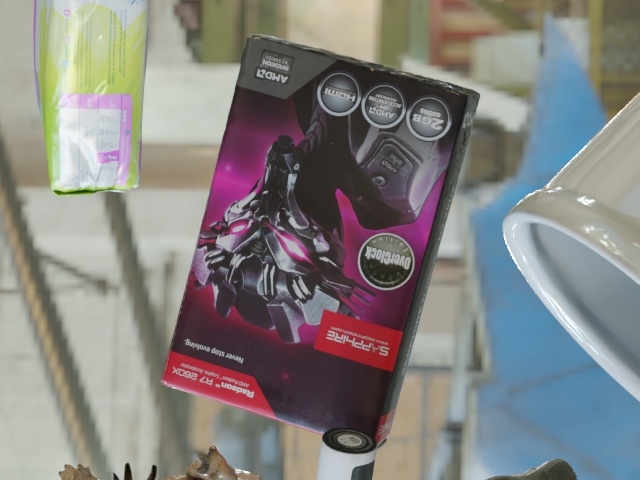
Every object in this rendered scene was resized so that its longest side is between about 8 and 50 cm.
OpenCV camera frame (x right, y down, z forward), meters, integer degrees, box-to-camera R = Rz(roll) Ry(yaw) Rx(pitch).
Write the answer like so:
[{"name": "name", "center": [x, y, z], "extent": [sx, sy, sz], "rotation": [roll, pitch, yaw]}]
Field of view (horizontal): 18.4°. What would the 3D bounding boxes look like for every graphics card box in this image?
[{"name": "graphics card box", "center": [0.000, 0.000, 1.959], "extent": [0.094, 0.233, 0.371], "rotation": [-15, -59, -76]}]

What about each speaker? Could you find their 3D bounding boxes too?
[{"name": "speaker", "center": [0.019, 0.251, 1.891], "extent": [0.055, 0.055, 0.136], "rotation": [-73, -8, -69]}]

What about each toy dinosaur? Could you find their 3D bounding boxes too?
[{"name": "toy dinosaur", "center": [-0.147, 0.284, 2.087], "extent": [0.200, 0.296, 0.127], "rotation": [25, -126, -74]}]

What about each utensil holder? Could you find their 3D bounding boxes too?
[{"name": "utensil holder", "center": [0.410, -0.041, 1.759], "extent": [0.385, 0.327, 0.327], "rotation": [-46, -16, -9]}]

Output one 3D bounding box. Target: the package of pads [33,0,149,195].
[{"name": "package of pads", "center": [-0.241, -0.218, 2.035], "extent": [0.229, 0.101, 0.296], "rotation": [-108, 20, -51]}]

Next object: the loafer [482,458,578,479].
[{"name": "loafer", "center": [0.209, 0.314, 2.243], "extent": [0.251, 0.087, 0.094], "rotation": [-6, -108, -54]}]
